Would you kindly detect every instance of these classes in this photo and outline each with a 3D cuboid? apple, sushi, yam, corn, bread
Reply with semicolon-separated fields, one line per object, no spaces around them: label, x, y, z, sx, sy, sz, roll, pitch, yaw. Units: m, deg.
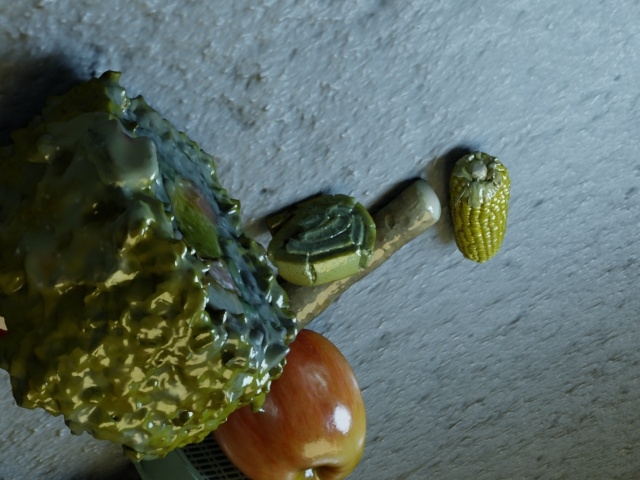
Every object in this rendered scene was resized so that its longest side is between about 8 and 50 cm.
apple;-0.050;0.274;2.037;0.242;0.241;0.242;-24;152;-14
sushi;-0.207;0.032;1.396;0.240;0.396;0.351;-32;145;9
yam;0.031;0.040;1.922;0.357;0.081;0.081;-38;149;12
corn;0.240;-0.046;1.968;0.091;0.091;0.260;-10;153;0
bread;0.000;0.000;1.794;0.156;0.117;0.064;-21;150;-16

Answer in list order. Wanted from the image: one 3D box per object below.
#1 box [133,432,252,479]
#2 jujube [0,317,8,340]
box;-0.155;0.402;2.165;0.290;0.220;0.166;1;125;-41
jujube;-0.435;0.079;1.502;0.230;0.155;0.155;-25;150;-3
